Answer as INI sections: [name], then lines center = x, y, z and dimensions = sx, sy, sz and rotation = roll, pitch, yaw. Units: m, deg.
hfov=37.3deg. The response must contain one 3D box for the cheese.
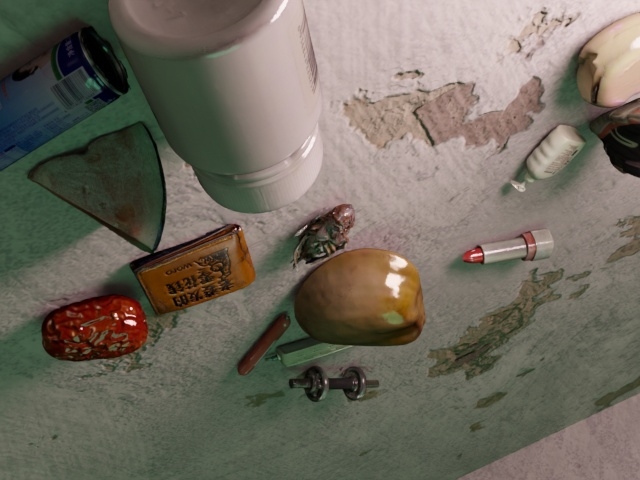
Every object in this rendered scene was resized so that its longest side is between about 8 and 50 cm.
[cheese]
center = 0.546, -0.304, 1.499
dimensions = 0.286, 0.082, 0.163
rotation = -19, 151, -6

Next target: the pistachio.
[pistachio]
center = 0.068, 0.110, 1.786
dimensions = 0.261, 0.163, 0.212
rotation = -11, 112, 18

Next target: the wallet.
[wallet]
center = -0.213, 0.055, 1.622
dimensions = 0.196, 0.042, 0.161
rotation = -19, 148, -5

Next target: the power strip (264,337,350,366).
[power strip]
center = 0.003, 0.222, 2.023
dimensions = 0.253, 0.027, 0.060
rotation = -17, 148, -8

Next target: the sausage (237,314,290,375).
[sausage]
center = -0.117, 0.217, 1.941
dimensions = 0.029, 0.029, 0.223
rotation = 4, 140, -36

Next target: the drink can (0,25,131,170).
[drink can]
center = -0.354, -0.161, 1.156
dimensions = 0.235, 0.097, 0.097
rotation = -30, 148, 13

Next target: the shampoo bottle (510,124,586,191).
[shampoo bottle]
center = 0.403, -0.139, 1.697
dimensions = 0.077, 0.045, 0.152
rotation = 2, 140, -36

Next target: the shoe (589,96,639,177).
[shoe]
center = 0.534, -0.165, 1.552
dimensions = 0.114, 0.137, 0.291
rotation = -24, 180, -2

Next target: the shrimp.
[shrimp]
center = 0.000, -0.001, 1.645
dimensions = 0.190, 0.074, 0.073
rotation = -37, 179, 41

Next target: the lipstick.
[lipstick]
center = 0.372, 0.018, 1.917
dimensions = 0.186, 0.057, 0.063
rotation = -9, 147, -11

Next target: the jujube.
[jujube]
center = -0.384, 0.149, 1.612
dimensions = 0.176, 0.109, 0.112
rotation = -9, 111, -6

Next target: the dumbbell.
[dumbbell]
center = 0.034, 0.325, 2.149
dimensions = 0.254, 0.081, 0.081
rotation = 7, 139, -37

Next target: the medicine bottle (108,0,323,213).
[medicine bottle]
center = -0.106, -0.193, 1.150
dimensions = 0.208, 0.208, 0.339
rotation = -20, 149, -3

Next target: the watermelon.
[watermelon]
center = -0.301, -0.077, 1.370
dimensions = 0.202, 0.136, 0.207
rotation = 39, 154, -15
